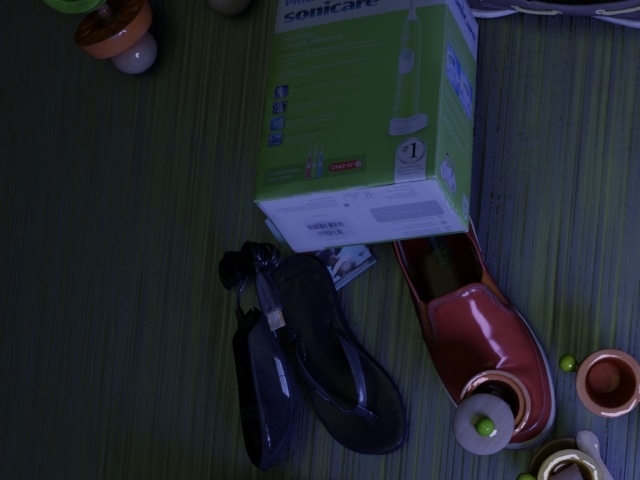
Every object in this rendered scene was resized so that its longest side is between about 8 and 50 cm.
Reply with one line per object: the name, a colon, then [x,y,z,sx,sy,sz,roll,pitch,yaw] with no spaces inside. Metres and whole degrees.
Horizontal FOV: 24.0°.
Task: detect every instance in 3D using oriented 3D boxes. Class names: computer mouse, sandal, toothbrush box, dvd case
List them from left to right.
computer mouse: [-0.053,0.124,1.709,0.060,0.184,0.262,-6,78,-18]
dvd case: [0.000,0.000,1.771,0.087,0.013,0.119,-36,78,12]
sandal: [0.010,0.137,1.728,0.097,0.054,0.254,-32,82,15]
toothbrush box: [0.055,-0.144,1.648,0.206,0.122,0.283,-8,59,21]

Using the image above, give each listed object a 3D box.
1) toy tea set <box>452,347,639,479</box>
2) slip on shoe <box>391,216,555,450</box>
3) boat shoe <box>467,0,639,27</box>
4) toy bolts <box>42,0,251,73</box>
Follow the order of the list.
toy tea set: [0.307,0.198,1.560,0.336,0.124,0.200,-9,91,2]
slip on shoe: [0.158,0.079,1.669,0.123,0.101,0.331,-25,80,13]
boat shoe: [0.239,-0.303,1.675,0.324,0.097,0.116,12,90,18]
toy bolts: [-0.192,-0.325,1.823,0.229,0.158,0.218,-18,40,25]
